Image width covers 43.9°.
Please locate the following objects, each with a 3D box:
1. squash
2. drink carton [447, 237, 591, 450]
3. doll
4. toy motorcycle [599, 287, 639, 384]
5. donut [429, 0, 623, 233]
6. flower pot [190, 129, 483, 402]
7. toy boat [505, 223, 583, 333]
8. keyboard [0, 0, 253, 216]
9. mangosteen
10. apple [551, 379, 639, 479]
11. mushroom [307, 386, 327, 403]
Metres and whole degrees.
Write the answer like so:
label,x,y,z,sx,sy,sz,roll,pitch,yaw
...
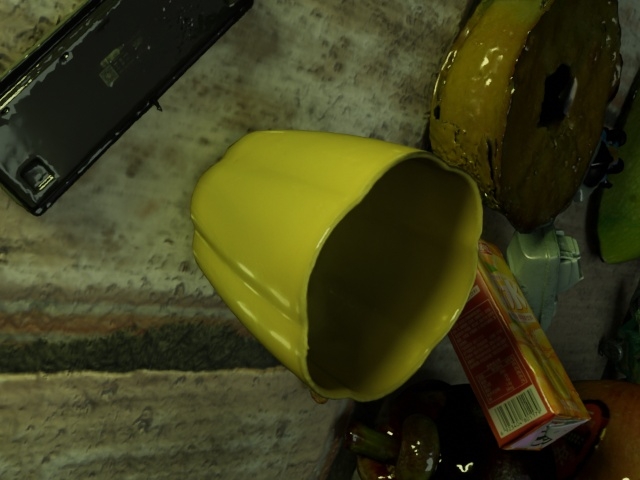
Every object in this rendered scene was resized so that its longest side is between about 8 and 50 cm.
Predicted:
label,x,y,z,sx,sy,sz,roll,pitch,yaw
squash,0.493,-0.120,1.154,0.233,0.210,0.309,12,129,-49
drink carton,0.188,0.102,0.835,0.071,0.223,0.096,-39,147,25
doll,0.336,-0.101,0.997,0.195,0.070,0.096,-17,106,-48
toy motorcycle,0.563,0.215,1.292,0.109,0.198,0.297,-29,127,-27
donut,0.216,-0.151,0.829,0.272,0.107,0.272,-26,127,-41
flower pot,0.000,0.000,0.620,0.195,0.179,0.195,-23,126,-36
toy boat,0.268,0.061,0.968,0.261,0.085,0.078,73,11,-57
keyboard,-0.136,-0.122,0.536,0.230,0.025,0.094,-49,135,-17
mangosteen,0.136,0.253,0.891,0.249,0.211,0.211,23,93,-19
apple,0.419,0.378,1.078,0.400,0.400,0.334,41,62,-48
mushroom,0.015,0.106,0.772,0.088,0.072,0.130,-60,152,-54
